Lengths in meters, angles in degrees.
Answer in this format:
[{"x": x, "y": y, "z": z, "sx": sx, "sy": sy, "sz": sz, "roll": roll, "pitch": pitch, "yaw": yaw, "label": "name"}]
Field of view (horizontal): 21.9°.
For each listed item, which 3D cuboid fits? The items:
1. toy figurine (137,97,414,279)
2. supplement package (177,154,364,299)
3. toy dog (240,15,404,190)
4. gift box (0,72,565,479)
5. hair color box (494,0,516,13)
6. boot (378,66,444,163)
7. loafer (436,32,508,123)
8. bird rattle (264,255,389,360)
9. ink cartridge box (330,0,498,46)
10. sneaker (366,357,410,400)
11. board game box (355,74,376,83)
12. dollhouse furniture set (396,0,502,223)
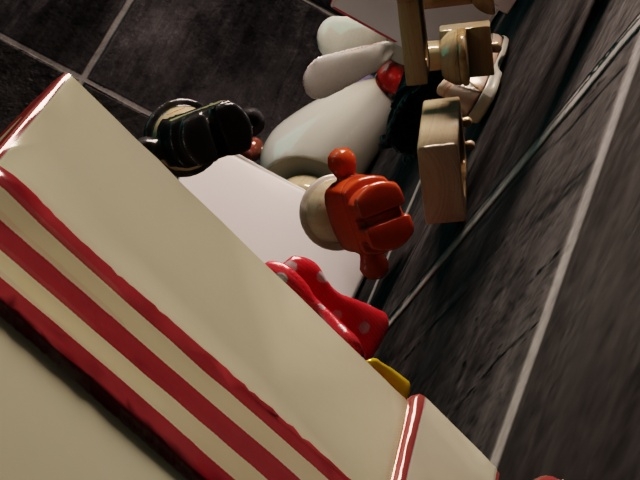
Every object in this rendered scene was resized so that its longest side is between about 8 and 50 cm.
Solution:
[{"x": -0.060, "y": 0.012, "z": 1.214, "sx": 0.210, "sy": 0.213, "sz": 0.148, "roll": -68, "pitch": 17, "yaw": -4, "label": "toy figurine"}, {"x": -0.100, "y": 0.099, "z": 1.371, "sx": 0.293, "sy": 0.175, "sz": 0.177, "roll": -64, "pitch": 4, "yaw": -24, "label": "supplement package"}, {"x": 0.007, "y": -0.158, "z": 1.784, "sx": 0.334, "sy": 0.161, "sz": 0.220, "roll": -62, "pitch": 5, "yaw": 6, "label": "toy dog"}, {"x": -0.080, "y": 0.129, "z": 0.534, "sx": 0.276, "sy": 0.258, "sz": 0.255, "roll": -37, "pitch": 15, "yaw": 30, "label": "gift box"}, {"x": 0.146, "y": -0.266, "z": 1.263, "sx": 0.167, "sy": 0.093, "sz": 0.053, "roll": -58, "pitch": 7, "yaw": 42, "label": "hair color box"}, {"x": 0.087, "y": -0.132, "z": 1.460, "sx": 0.099, "sy": 0.045, "sz": 0.121, "roll": -72, "pitch": 3, "yaw": -78, "label": "boot"}, {"x": 0.109, "y": -0.125, "z": 1.190, "sx": 0.045, "sy": 0.039, "sz": 0.125, "roll": -61, "pitch": 5, "yaw": 28, "label": "loafer"}, {"x": -0.083, "y": 0.109, "z": 1.014, "sx": 0.143, "sy": 0.207, "sz": 0.253, "roll": -81, "pitch": 11, "yaw": -51, "label": "bird rattle"}, {"x": 0.109, "y": -0.263, "z": 1.439, "sx": 0.127, "sy": 0.128, "sz": 0.176, "roll": -58, "pitch": 7, "yaw": 45, "label": "ink cartridge box"}, {"x": 0.003, "y": 0.119, "z": 0.824, "sx": 0.067, "sy": 0.064, "sz": 0.175, "roll": -47, "pitch": 15, "yaw": 35, "label": "sneaker"}, {"x": 0.031, "y": -0.118, "z": 2.002, "sx": 0.141, "sy": 0.048, "sz": 0.170, "roll": -62, "pitch": 4, "yaw": 19, "label": "board game box"}, {"x": 0.119, "y": -0.100, "z": 1.015, "sx": 0.144, "sy": 0.123, "sz": 0.151, "roll": -74, "pitch": -22, "yaw": -70, "label": "dollhouse furniture set"}]
